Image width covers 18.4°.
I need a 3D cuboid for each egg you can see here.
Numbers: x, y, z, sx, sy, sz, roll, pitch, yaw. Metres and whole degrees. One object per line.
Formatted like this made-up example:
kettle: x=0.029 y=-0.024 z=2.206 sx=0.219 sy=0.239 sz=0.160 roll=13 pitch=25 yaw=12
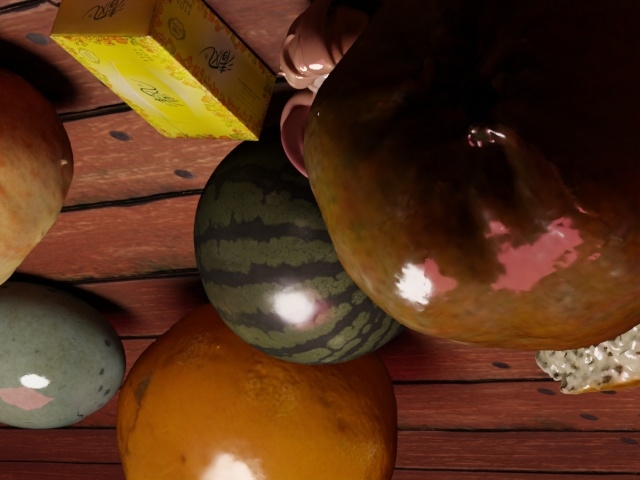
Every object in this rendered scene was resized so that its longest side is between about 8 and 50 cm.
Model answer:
egg: x=-0.343 y=0.134 z=2.309 sx=0.237 sy=0.169 sz=0.169 roll=14 pitch=161 yaw=12

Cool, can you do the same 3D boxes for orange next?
orange: x=-0.066 y=0.205 z=2.119 sx=0.312 sy=0.312 sz=0.312 roll=13 pitch=161 yaw=5

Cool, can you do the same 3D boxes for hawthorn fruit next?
hawthorn fruit: x=0.145 y=-0.047 z=1.317 sx=0.268 sy=0.267 sz=0.301 roll=5 pitch=168 yaw=26

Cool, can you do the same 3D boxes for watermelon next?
watermelon: x=0.000 y=0.000 z=1.637 sx=0.212 sy=0.212 sz=0.212 roll=13 pitch=161 yaw=5

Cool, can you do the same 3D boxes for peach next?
peach: x=-0.336 y=-0.062 z=1.696 sx=0.233 sy=0.232 sz=0.232 roll=13 pitch=161 yaw=5

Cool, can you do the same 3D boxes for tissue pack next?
tissue pack: x=-0.120 y=-0.142 z=1.540 sx=0.095 sy=0.062 sz=0.176 roll=4 pitch=157 yaw=29

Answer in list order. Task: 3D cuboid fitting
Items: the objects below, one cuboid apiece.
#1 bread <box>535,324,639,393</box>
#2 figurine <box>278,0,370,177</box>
bread: x=0.306 y=0.023 z=1.526 sx=0.192 sy=0.171 sz=0.314 roll=-2 pitch=168 yaw=-18
figurine: x=0.017 y=-0.116 z=1.474 sx=0.126 sy=0.114 sz=0.157 roll=-22 pitch=119 yaw=10
